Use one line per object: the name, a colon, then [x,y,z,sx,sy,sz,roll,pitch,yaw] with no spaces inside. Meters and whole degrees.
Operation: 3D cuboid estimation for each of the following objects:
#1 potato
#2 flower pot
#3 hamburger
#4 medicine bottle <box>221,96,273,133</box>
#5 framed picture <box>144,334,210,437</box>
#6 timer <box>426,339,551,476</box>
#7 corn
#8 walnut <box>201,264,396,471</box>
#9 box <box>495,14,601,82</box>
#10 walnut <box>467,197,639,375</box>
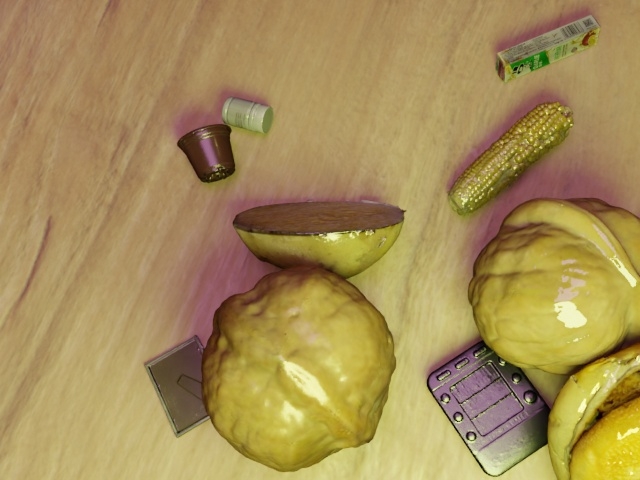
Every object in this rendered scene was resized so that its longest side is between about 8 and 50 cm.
potato: [0.000,0.000,1.194,0.298,0.239,0.116,0,111,4]
flower pot: [-0.214,-0.165,1.338,0.111,0.111,0.089,-20,81,1]
hamburger: [0.467,0.278,0.944,0.289,0.314,0.170,-16,29,0]
medicine bottle: [-0.147,-0.253,1.377,0.091,0.058,0.058,17,72,16]
framed picture: [-0.237,0.256,1.210,0.109,0.011,0.149,-30,67,-3]
timer: [0.276,0.266,1.101,0.144,0.055,0.187,-32,71,-4]
corn: [0.349,-0.154,1.242,0.288,0.086,0.086,-40,67,-7]
walnut: [-0.033,0.189,1.025,0.305,0.344,0.306,-1,76,3]
box: [0.443,-0.376,1.335,0.207,0.050,0.041,-23,63,0]
walnut: [0.374,0.069,1.039,0.296,0.285,0.285,-32,65,-23]
